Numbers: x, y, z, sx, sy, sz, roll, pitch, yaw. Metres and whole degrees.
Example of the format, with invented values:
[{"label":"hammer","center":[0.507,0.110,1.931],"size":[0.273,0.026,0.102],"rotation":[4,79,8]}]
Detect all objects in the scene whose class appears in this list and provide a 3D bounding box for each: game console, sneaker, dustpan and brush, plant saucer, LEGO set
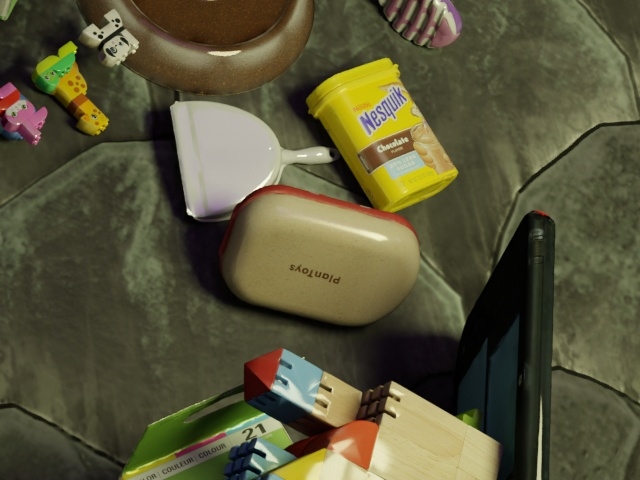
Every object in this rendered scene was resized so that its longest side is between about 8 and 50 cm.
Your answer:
[{"label":"game console","center":[0.186,0.207,1.810],"size":[0.060,0.342,0.387],"rotation":[6,62,-2]},{"label":"sneaker","center":[0.106,-0.353,2.208],"size":[0.236,0.095,0.104],"rotation":[47,52,8]},{"label":"dustpan and brush","center":[-0.070,-0.099,2.043],"size":[0.211,0.060,0.147],"rotation":[-7,79,-16]},{"label":"plant saucer","center":[-0.148,-0.325,2.125],"size":[0.310,0.050,0.311],"rotation":[9,62,-17]},{"label":"LEGO set","center":[-0.290,-0.160,1.972],"size":[0.093,0.087,0.227],"rotation":[45,52,2]}]

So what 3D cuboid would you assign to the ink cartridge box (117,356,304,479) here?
[{"label":"ink cartridge box","center":[-0.104,0.241,1.735],"size":[0.188,0.255,0.097],"rotation":[-21,69,-27]}]

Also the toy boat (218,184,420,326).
[{"label":"toy boat","center":[0.000,0.000,1.982],"size":[0.231,0.151,0.151],"rotation":[15,32,-13]}]

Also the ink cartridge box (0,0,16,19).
[{"label":"ink cartridge box","center":[-0.398,-0.430,2.045],"size":[0.198,0.115,0.273],"rotation":[26,59,-7]}]

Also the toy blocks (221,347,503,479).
[{"label":"toy blocks","center":[0.015,0.271,1.590],"size":[0.261,0.190,0.381],"rotation":[31,57,-23]}]

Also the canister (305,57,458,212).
[{"label":"canister","center":[0.077,-0.125,2.087],"size":[0.126,0.073,0.170],"rotation":[-23,76,-38]}]
